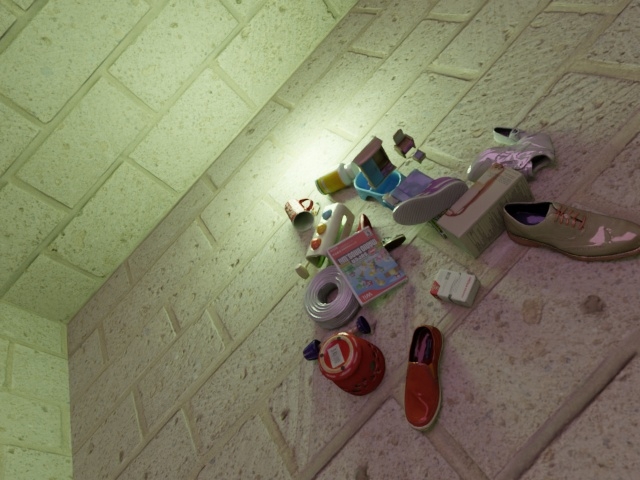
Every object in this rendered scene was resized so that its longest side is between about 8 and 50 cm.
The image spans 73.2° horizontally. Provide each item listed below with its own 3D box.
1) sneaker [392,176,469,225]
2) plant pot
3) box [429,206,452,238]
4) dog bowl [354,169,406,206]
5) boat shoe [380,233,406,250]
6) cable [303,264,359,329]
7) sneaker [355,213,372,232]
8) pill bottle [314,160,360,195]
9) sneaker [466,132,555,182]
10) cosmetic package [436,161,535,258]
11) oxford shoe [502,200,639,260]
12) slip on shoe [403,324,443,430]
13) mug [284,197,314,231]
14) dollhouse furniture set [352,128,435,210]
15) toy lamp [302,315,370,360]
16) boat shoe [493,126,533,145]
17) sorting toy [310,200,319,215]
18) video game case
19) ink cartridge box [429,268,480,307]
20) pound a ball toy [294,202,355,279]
[{"bbox_3d":[0.397,-0.151,1.604,0.282,0.102,0.161,-22,22,9],"label":"sneaker"},{"bbox_3d":[0.104,0.417,1.485,0.191,0.174,0.191,-21,47,25],"label":"plant pot"},{"bbox_3d":[0.467,-0.108,1.673,0.114,0.036,0.207,-40,41,10],"label":"box"},{"bbox_3d":[0.269,-0.250,1.929,0.297,0.074,0.165,26,78,49],"label":"dog bowl"},{"bbox_3d":[0.271,0.010,1.739,0.152,0.056,0.049,-30,49,21],"label":"boat shoe"},{"bbox_3d":[0.050,0.224,1.741,0.257,0.089,0.257,-28,45,22],"label":"cable"},{"bbox_3d":[0.151,-0.009,1.838,0.128,0.087,0.221,-21,47,27],"label":"sneaker"},{"bbox_3d":[0.083,-0.308,2.102,0.209,0.118,0.117,-22,47,28],"label":"pill bottle"},{"bbox_3d":[0.681,-0.275,1.553,0.305,0.114,0.152,-23,45,27],"label":"sneaker"},{"bbox_3d":[0.570,-0.103,1.494,0.296,0.153,0.129,-45,39,2],"label":"cosmetic package"},{"bbox_3d":[0.741,-0.039,1.294,0.397,0.146,0.140,8,65,44],"label":"oxford shoe"},{"bbox_3d":[0.316,0.418,1.352,0.123,0.101,0.331,-5,58,37],"label":"slip on shoe"},{"bbox_3d":[-0.097,-0.142,2.151,0.150,0.113,0.169,-33,36,-4],"label":"mug"},{"bbox_3d":[0.334,-0.278,1.706,0.286,0.198,0.303,-47,55,0],"label":"dollhouse furniture set"},{"bbox_3d":[0.054,0.376,1.630,0.275,0.080,0.080,-34,43,18],"label":"toy lamp"},{"bbox_3d":[0.740,-0.399,1.638,0.066,0.063,0.184,-49,40,0],"label":"boat shoe"},{"bbox_3d":[-0.031,-0.163,2.170,0.062,0.012,0.083,-1,59,41],"label":"sorting toy"},{"bbox_3d":[0.174,0.094,1.679,0.204,0.025,0.285,-29,58,-6],"label":"video game case"},{"bbox_3d":[0.456,0.160,1.460,0.135,0.056,0.099,12,69,46],"label":"ink cartridge box"},{"bbox_3d":[0.000,0.000,1.907,0.208,0.136,0.319,-11,48,45],"label":"pound a ball toy"}]
